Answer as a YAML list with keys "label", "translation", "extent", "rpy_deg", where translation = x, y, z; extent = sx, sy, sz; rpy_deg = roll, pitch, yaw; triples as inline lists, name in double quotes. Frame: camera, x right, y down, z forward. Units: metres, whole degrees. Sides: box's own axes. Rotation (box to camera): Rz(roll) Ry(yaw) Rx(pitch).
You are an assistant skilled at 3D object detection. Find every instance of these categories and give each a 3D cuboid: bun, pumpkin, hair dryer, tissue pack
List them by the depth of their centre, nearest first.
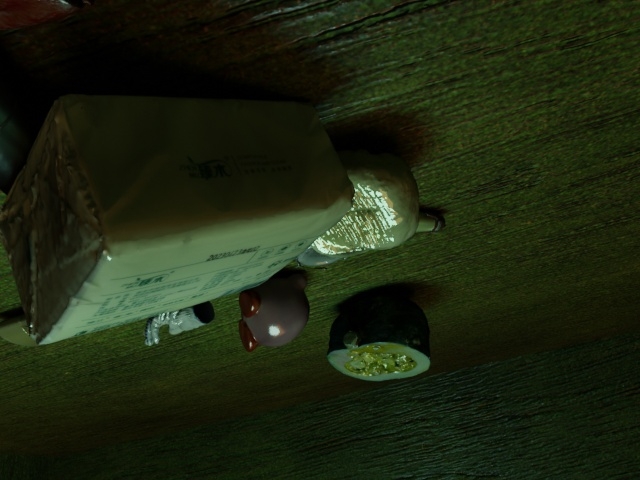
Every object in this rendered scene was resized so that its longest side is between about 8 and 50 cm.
- label: "hair dryer"
  translation: [-0.489, -0.135, 0.701]
  extent: [0.303, 0.116, 0.244]
  rpy_deg: [1, 155, 5]
- label: "tissue pack"
  translation: [-0.185, -0.036, 0.762]
  extent: [0.380, 0.207, 0.297]
  rpy_deg: [-12, 160, -46]
- label: "bun"
  translation: [0.063, -0.070, 0.966]
  extent: [0.229, 0.145, 0.229]
  rpy_deg: [15, 137, 14]
- label: "pumpkin"
  translation: [0.163, 0.253, 1.596]
  extent: [0.293, 0.196, 0.263]
  rpy_deg: [-19, 141, 33]

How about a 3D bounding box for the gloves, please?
- label: "gloves"
  translation: [-0.359, 0.197, 1.409]
  extent: [0.229, 0.097, 0.119]
  rpy_deg: [-28, 144, 25]

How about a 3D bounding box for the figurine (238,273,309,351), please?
- label: "figurine"
  translation: [-0.107, 0.169, 1.360]
  extent: [0.173, 0.173, 0.173]
  rpy_deg: [-8, 154, -4]

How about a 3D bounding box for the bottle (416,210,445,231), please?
- label: "bottle"
  translation: [0.213, -0.040, 1.181]
  extent: [0.101, 0.047, 0.063]
  rpy_deg: [1, -171, -30]

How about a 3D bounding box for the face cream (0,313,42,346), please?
- label: "face cream"
  translation: [-0.597, 0.187, 1.337]
  extent: [0.285, 0.067, 0.139]
  rpy_deg: [-18, 152, 15]

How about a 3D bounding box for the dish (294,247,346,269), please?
- label: "dish"
  translation: [0.000, 0.000, 1.143]
  extent: [0.230, 0.081, 0.229]
  rpy_deg: [-7, 154, -4]

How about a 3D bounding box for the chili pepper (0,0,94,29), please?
- label: "chili pepper"
  translation: [-0.328, -0.248, 0.517]
  extent: [0.253, 0.136, 0.144]
  rpy_deg: [-9, -159, 23]
